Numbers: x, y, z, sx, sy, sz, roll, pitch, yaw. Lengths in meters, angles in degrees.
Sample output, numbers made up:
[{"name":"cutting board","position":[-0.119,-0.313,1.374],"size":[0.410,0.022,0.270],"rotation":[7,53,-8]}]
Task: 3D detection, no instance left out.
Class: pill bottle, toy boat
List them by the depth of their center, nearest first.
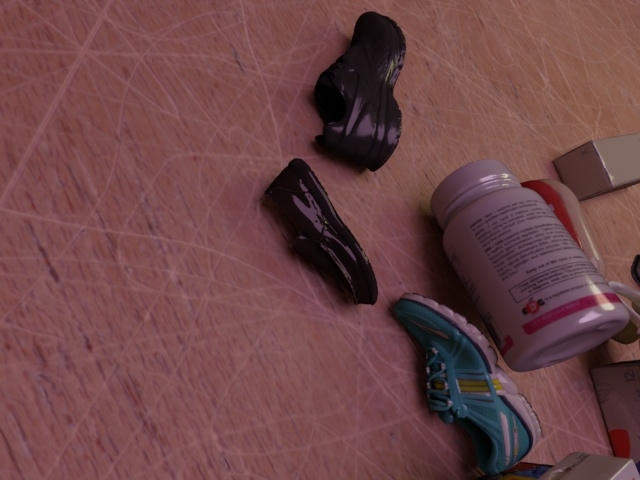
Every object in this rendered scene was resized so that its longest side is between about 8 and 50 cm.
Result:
[{"name":"pill bottle","position":[0.278,0.026,0.646],"size":[0.160,0.160,0.283],"rotation":[2,51,-29]},{"name":"toy boat","position":[0.362,0.009,0.765],"size":[0.151,0.151,0.231],"rotation":[-10,60,7]}]

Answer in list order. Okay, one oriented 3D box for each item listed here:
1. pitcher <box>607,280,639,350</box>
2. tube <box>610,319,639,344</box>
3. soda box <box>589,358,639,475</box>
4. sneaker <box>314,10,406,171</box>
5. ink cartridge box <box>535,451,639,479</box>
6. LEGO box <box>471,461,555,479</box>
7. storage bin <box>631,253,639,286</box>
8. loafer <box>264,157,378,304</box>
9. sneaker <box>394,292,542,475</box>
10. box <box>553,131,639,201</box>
[{"name":"pitcher","position":[0.579,0.152,0.754],"size":[0.178,0.125,0.207],"rotation":[20,32,11]},{"name":"tube","position":[0.490,0.120,0.834],"size":[0.240,0.062,0.070],"rotation":[28,17,-12]},{"name":"soda box","position":[0.576,0.357,0.774],"size":[0.098,0.091,0.286],"rotation":[-1,73,-29]},{"name":"sneaker","position":[0.056,-0.253,0.699],"size":[0.130,0.109,0.286],"rotation":[12,65,-19]},{"name":"ink cartridge box","position":[0.261,0.291,0.407],"size":[0.109,0.063,0.150],"rotation":[-13,78,-32]},{"name":"LEGO box","position":[0.207,0.542,0.439],"size":[0.373,0.193,0.500],"rotation":[-3,74,-30]},{"name":"storage bin","position":[0.779,0.083,0.988],"size":[0.135,0.091,0.098],"rotation":[51,56,-5]},{"name":"loafer","position":[0.000,0.000,0.600],"size":[0.078,0.080,0.220],"rotation":[-32,91,-1]},{"name":"sneaker","position":[0.190,0.192,0.615],"size":[0.110,0.107,0.275],"rotation":[-35,86,-17]},{"name":"box","position":[0.658,-0.168,1.008],"size":[0.275,0.094,0.113],"rotation":[-12,78,-32]}]
